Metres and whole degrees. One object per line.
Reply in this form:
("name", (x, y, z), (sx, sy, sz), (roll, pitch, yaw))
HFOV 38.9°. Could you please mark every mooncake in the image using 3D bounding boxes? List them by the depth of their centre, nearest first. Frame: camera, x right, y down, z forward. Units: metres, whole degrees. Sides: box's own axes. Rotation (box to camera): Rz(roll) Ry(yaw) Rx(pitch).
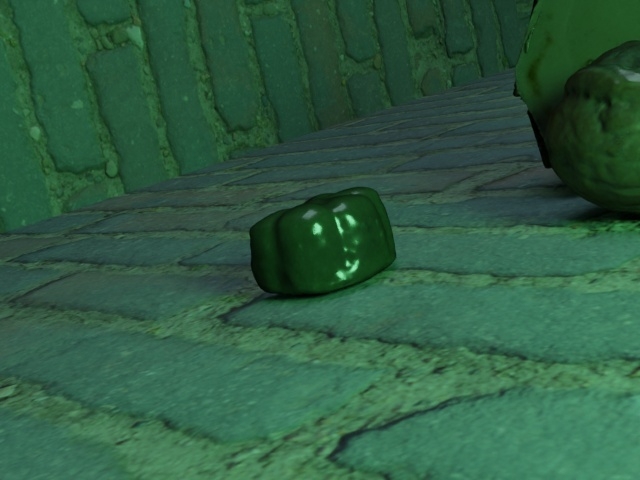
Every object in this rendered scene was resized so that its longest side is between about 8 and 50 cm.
("mooncake", (0.000, 0.000, 1.062), (0.168, 0.104, 0.175), (-18, 9, 3))

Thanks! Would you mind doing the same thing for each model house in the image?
("model house", (0.415, -0.280, 1.289), (0.297, 0.317, 0.282), (-29, -11, 30))

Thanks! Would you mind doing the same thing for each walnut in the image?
("walnut", (0.371, -0.129, 1.036), (0.224, 0.224, 0.224), (-12, 12, 3))
